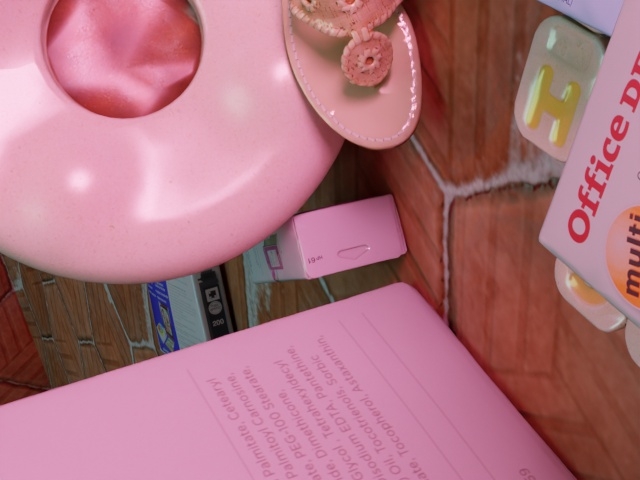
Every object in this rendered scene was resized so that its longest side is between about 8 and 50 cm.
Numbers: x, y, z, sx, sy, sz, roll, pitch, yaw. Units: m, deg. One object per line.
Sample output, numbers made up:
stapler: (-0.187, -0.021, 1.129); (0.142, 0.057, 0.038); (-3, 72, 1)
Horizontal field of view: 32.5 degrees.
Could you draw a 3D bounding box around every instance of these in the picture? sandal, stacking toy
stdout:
sandal: (0.008, -0.179, 0.722); (0.079, 0.088, 0.240); (32, -134, -82)
stacking toy: (-0.162, -0.137, 0.986); (0.480, 0.350, 0.350); (164, 90, -84)

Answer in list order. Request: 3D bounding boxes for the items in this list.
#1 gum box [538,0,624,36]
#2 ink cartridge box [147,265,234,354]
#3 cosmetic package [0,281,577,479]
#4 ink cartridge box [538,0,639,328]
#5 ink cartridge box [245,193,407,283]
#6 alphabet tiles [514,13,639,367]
gum box: (0.122, -0.201, 0.490); (0.157, 0.041, 0.184); (44, 128, 47)
ink cartridge box: (-0.168, 0.059, 1.342); (0.206, 0.045, 0.208); (18, 123, 62)
cosmetic package: (-0.039, 0.289, 0.773); (0.327, 0.394, 0.329); (52, 148, 40)
ink cartridge box: (0.181, -0.012, 0.337); (0.176, 0.127, 0.128); (47, 133, 45)
ink cartridge box: (0.000, 0.000, 0.882); (0.122, 0.088, 0.052); (-6, 97, 66)
alphabet tiles: (0.187, -0.049, 0.467); (0.284, 0.021, 0.278); (48, 136, 45)
